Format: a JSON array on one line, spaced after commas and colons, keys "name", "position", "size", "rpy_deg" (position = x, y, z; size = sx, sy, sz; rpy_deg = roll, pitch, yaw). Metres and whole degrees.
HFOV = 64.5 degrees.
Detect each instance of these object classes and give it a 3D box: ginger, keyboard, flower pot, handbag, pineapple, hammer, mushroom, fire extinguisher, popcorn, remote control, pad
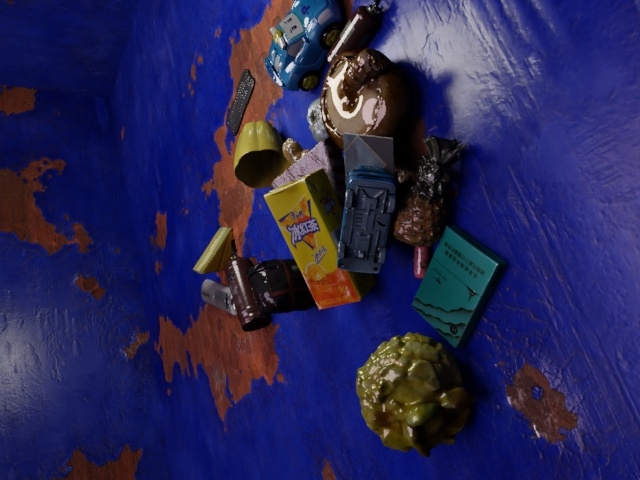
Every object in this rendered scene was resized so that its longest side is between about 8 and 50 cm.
[{"name": "ginger", "position": [-0.015, -0.175, 1.549], "size": [0.147, 0.081, 0.334], "rpy_deg": [-23, 83, 32]}, {"name": "keyboard", "position": [-0.322, -0.550, 2.025], "size": [0.106, 0.016, 0.262], "rpy_deg": [61, 137, 33]}, {"name": "flower pot", "position": [-0.204, -0.305, 1.737], "size": [0.195, 0.195, 0.179], "rpy_deg": [-49, 41, 44]}, {"name": "handbag", "position": [-0.112, 0.146, 1.594], "size": [0.155, 0.215, 0.169], "rpy_deg": [-35, 67, 41]}, {"name": "pineapple", "position": [0.244, -0.113, 1.143], "size": [0.128, 0.128, 0.248], "rpy_deg": [39, 122, 47]}, {"name": "hammer", "position": [0.244, 0.051, 1.223], "size": [0.043, 0.043, 0.083], "rpy_deg": [7, 98, 55]}, {"name": "mushroom", "position": [0.114, -0.359, 1.289], "size": [0.297, 0.163, 0.278], "rpy_deg": [63, 148, 28]}, {"name": "fire extinguisher", "position": [0.102, -0.577, 1.377], "size": [0.231, 0.071, 0.099], "rpy_deg": [-48, 26, 44]}, {"name": "popcorn", "position": [0.207, 0.343, 1.143], "size": [0.270, 0.224, 0.258], "rpy_deg": [-35, 80, 41]}, {"name": "remote control", "position": [-0.450, 0.247, 2.218], "size": [0.313, 0.055, 0.110], "rpy_deg": [9, 99, 54]}, {"name": "fire extinguisher", "position": [-0.289, 0.166, 1.926], "size": [0.135, 0.114, 0.337], "rpy_deg": [112, 141, -54]}, {"name": "pad", "position": [0.120, -0.139, 1.249], "size": [0.163, 0.004, 0.243], "rpy_deg": [17, 121, 44]}]

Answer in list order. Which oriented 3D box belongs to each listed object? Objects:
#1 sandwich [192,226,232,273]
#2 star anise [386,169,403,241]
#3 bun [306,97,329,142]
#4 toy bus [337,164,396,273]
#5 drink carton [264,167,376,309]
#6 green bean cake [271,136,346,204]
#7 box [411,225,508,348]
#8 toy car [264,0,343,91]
[{"name": "sandwich", "position": [-0.456, 0.039, 2.140], "size": [0.117, 0.144, 0.187], "rpy_deg": [9, 100, 52]}, {"name": "star anise", "position": [0.158, -0.068, 1.310], "size": [0.197, 0.073, 0.212], "rpy_deg": [56, 131, 26]}, {"name": "bun", "position": [0.008, -0.357, 1.504], "size": [0.140, 0.083, 0.141], "rpy_deg": [9, 102, 53]}, {"name": "toy bus", "position": [0.105, -0.051, 1.193], "size": [0.134, 0.113, 0.246], "rpy_deg": [-82, -2, -58]}, {"name": "drink carton", "position": [0.000, 0.000, 1.364], "size": [0.154, 0.111, 0.351], "rpy_deg": [-18, 103, 36]}, {"name": "green bean cake", "position": [-0.030, -0.175, 1.450], "size": [0.232, 0.097, 0.199], "rpy_deg": [-17, 90, 34]}, {"name": "box", "position": [0.303, 0.103, 1.140], "size": [0.161, 0.042, 0.226], "rpy_deg": [46, 128, 45]}, {"name": "toy car", "position": [-0.063, -0.609, 1.528], "size": [0.314, 0.165, 0.198], "rpy_deg": [-54, 54, 41]}]
